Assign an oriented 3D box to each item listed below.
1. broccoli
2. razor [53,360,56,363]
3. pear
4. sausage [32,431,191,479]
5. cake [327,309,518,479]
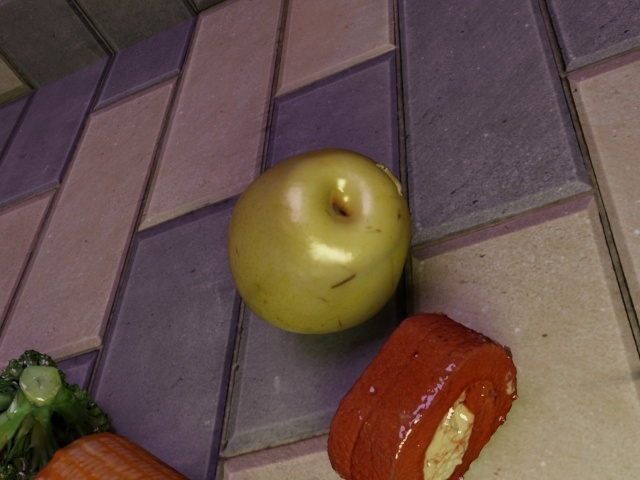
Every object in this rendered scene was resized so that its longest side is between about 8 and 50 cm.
[{"bbox_3d":[-0.504,0.303,1.442,0.269,0.254,0.269,-53,-4,-5],"label":"broccoli"},{"bbox_3d":[-0.561,0.364,1.608,0.111,0.056,0.278,-22,46,14],"label":"razor"},{"bbox_3d":[0.000,0.000,1.362,0.309,0.309,0.309,-20,40,18],"label":"pear"},{"bbox_3d":[-0.254,0.420,1.162,0.287,0.233,0.233,14,58,43],"label":"sausage"},{"bbox_3d":[0.135,0.225,1.130,0.283,0.177,0.151,-46,39,-13],"label":"cake"}]
